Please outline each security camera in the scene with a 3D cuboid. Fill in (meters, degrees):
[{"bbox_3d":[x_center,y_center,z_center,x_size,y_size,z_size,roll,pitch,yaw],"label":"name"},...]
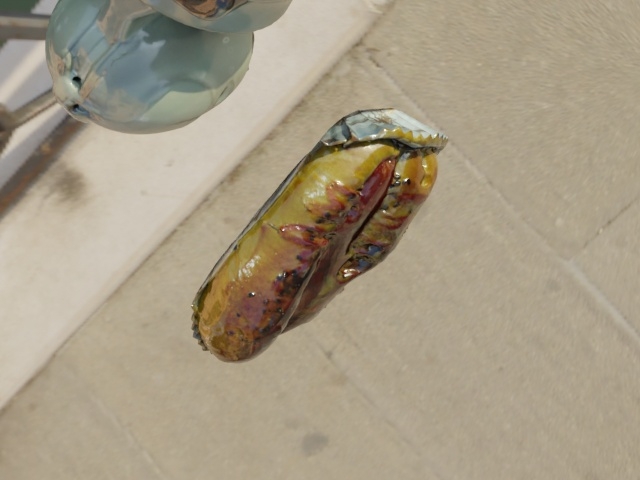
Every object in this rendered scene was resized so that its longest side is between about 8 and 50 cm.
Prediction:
[{"bbox_3d":[-0.118,-0.200,0.946,0.197,0.191,0.277,42,133,5],"label":"security camera"}]

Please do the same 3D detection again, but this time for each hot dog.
[{"bbox_3d":[0.000,0.000,0.966,0.082,0.162,0.270,50,115,22],"label":"hot dog"}]
